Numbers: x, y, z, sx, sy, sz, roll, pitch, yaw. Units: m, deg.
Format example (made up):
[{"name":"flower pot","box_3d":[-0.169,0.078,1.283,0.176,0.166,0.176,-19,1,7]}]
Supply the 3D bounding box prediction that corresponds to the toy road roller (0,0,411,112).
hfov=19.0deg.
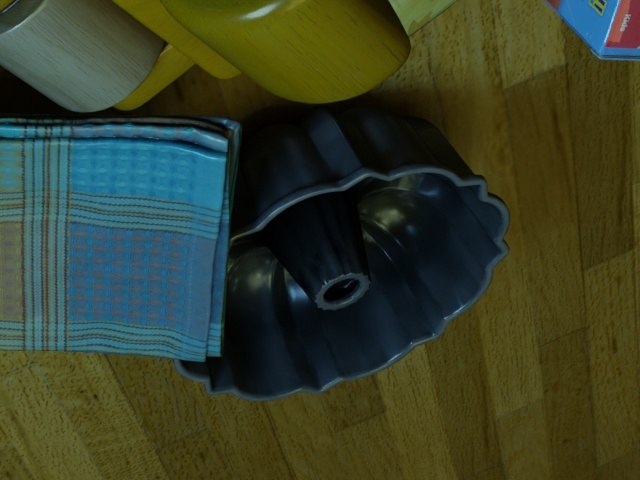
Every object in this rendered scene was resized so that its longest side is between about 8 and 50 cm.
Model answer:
[{"name":"toy road roller","box_3d":[-0.084,-0.180,1.312,0.329,0.241,0.202,-35,146,15]}]

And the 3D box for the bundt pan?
[{"name":"bundt pan","box_3d":[0.000,0.000,1.729,0.330,0.124,0.331,-16,146,-12]}]

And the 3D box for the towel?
[{"name":"towel","box_3d":[-0.253,0.001,1.521,0.370,0.040,0.271,2,137,-5]}]

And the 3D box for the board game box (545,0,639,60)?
[{"name":"board game box","box_3d":[0.180,-0.315,1.172,0.086,0.302,0.308,-1,124,-26]}]

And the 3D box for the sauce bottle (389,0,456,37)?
[{"name":"sauce bottle","box_3d":[0.103,-0.247,1.453,0.344,0.111,0.111,-35,146,4]}]
